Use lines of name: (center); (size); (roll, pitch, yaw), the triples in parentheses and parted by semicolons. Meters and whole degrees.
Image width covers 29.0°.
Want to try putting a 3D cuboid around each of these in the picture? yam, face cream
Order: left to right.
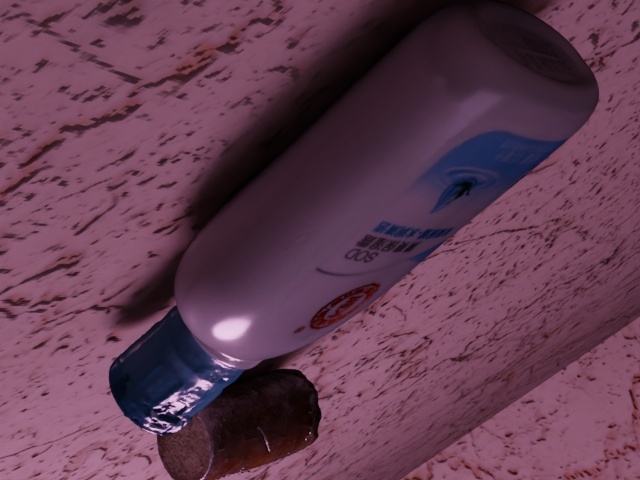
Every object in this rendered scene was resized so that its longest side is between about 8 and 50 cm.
yam: (-0.065, 0.151, 1.025); (0.141, 0.079, 0.079); (-10, 152, -48)
face cream: (0.000, 0.000, 0.708); (0.336, 0.080, 0.163); (-41, 160, 26)
